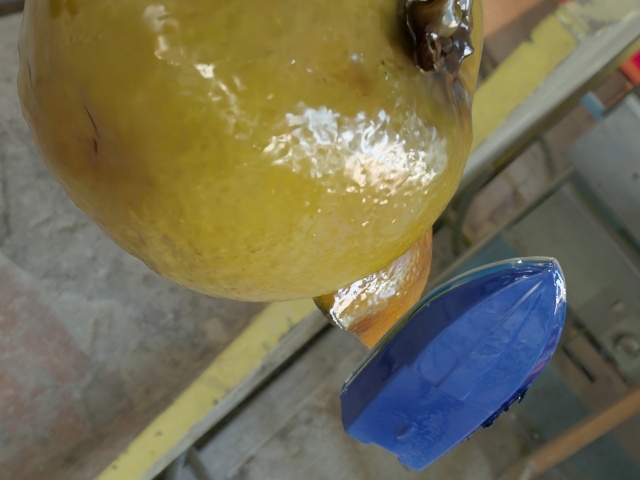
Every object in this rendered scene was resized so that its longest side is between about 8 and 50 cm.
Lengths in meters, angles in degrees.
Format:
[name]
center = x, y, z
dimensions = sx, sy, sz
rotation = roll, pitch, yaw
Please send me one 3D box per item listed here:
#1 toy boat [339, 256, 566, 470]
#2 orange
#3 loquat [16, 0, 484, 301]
[toy boat]
center = 0.131, 0.099, 1.043
dimensions = 0.129, 0.295, 0.088
rotation = 28, 48, -7
[orange]
center = 0.003, 0.001, 1.327
dimensions = 0.310, 0.274, 0.274
rotation = 0, 55, -47
[loquat]
center = -0.025, -0.081, 0.497
dimensions = 0.208, 0.208, 0.208
rotation = 29, 37, -25
